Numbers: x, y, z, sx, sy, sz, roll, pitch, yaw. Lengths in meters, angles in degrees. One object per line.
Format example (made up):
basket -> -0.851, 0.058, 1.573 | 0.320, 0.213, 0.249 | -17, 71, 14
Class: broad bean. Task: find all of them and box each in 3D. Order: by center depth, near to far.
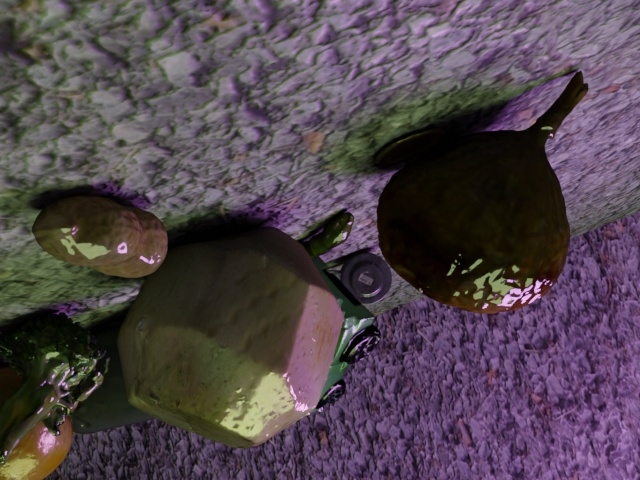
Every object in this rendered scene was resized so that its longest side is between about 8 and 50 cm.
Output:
broad bean -> 0.003, 0.000, 1.735 | 0.195, 0.046, 0.061 | -28, 170, 40

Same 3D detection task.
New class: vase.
vase -> -0.354, 0.255, 1.871 | 0.291, 0.245, 0.245 | -20, 170, 22

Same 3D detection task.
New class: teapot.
teapot -> 0.075, 0.087, 2.136 | 0.149, 0.111, 0.108 | -25, -177, -5

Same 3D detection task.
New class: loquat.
loquat -> -0.565, 0.339, 1.753 | 0.244, 0.243, 0.244 | -20, 169, -4

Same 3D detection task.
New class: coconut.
coconut -> -0.134, 0.133, 1.518 | 0.353, 0.352, 0.352 | -20, 169, -4

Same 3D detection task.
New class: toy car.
toy car -> -0.028, 0.183, 1.958 | 0.176, 0.213, 0.358 | -13, 142, -45

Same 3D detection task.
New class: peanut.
peanut -> -0.249, -0.003, 1.156 | 0.104, 0.085, 0.228 | -4, 172, 12

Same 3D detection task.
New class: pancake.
pancake -> 0.126, -0.132, 1.403 | 0.115, 0.011, 0.115 | -19, 167, -5

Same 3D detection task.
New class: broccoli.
broccoli -> -0.467, 0.255, 1.599 | 0.177, 0.274, 0.198 | 21, 148, 1

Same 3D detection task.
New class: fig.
fig -> 0.254, -0.087, 1.418 | 0.286, 0.286, 0.368 | 0, 121, -62

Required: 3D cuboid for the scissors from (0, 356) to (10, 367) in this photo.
scissors -> -0.647, 0.227, 1.722 | 0.109, 0.022, 0.300 | -33, 163, 38
